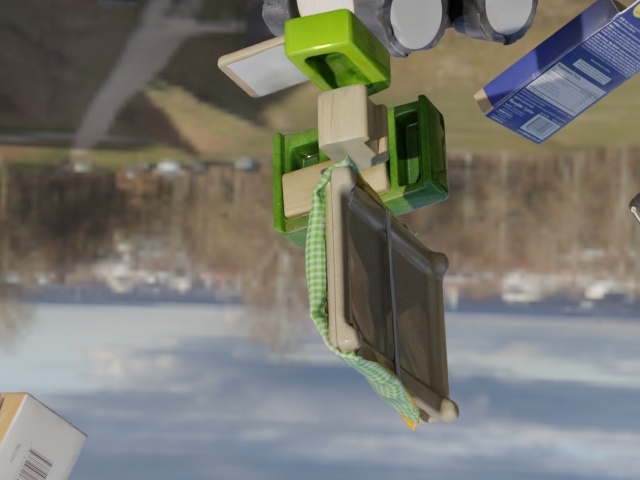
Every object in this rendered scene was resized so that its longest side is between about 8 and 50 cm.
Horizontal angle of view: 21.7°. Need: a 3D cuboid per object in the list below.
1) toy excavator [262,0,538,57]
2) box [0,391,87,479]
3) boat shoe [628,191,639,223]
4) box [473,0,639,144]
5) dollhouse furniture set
[{"bbox_3d":[0.147,-0.459,1.956,0.433,0.445,0.222,-13,-161,-37],"label":"toy excavator"},{"bbox_3d":[-0.341,0.231,1.694,0.170,0.130,0.091,-6,141,45],"label":"box"},{"bbox_3d":[0.300,0.007,1.367,0.038,0.125,0.046,-44,165,32],"label":"boat shoe"},{"bbox_3d":[0.295,-0.198,1.859,0.225,0.036,0.136,-36,151,22],"label":"box"},{"bbox_3d":[0.000,0.000,1.332,0.151,0.302,0.197,-15,150,24],"label":"dollhouse furniture set"}]
